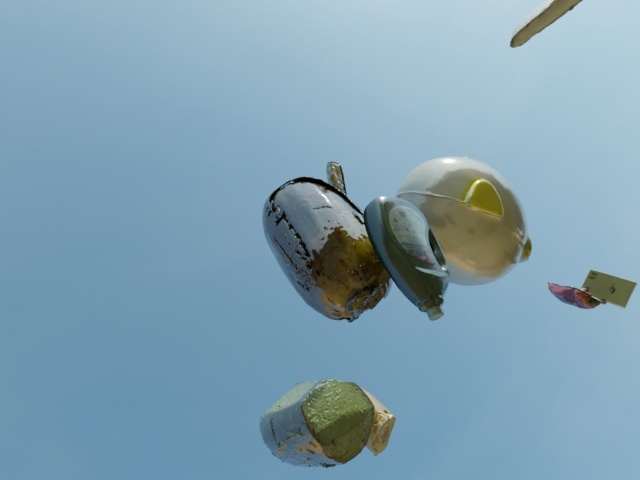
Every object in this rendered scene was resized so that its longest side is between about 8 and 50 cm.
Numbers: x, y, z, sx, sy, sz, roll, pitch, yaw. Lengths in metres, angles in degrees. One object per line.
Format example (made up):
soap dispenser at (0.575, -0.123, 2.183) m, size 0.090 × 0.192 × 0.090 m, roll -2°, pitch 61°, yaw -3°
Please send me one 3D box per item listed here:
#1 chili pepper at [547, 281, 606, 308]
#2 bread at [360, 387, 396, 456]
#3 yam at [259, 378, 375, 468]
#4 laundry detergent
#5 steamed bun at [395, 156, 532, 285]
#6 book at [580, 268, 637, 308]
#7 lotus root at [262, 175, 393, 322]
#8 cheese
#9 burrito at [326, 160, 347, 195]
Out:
chili pepper at (0.628, 0.137, 1.114) m, size 0.059 × 0.268 × 0.051 m, roll 19°, pitch -89°, yaw -1°
bread at (0.130, 0.519, 1.296) m, size 0.085 × 0.173 × 0.134 m, roll 3°, pitch -75°, yaw -43°
yam at (-0.003, 0.430, 1.060) m, size 0.202 × 0.271 × 0.201 m, roll -32°, pitch -103°, yaw -38°
laundry detergent at (0.150, 0.029, 0.706) m, size 0.137 × 0.063 × 0.211 m, roll 11°, pitch -135°, yaw -36°
steamed bun at (0.357, -0.045, 1.159) m, size 0.373 × 0.333 × 0.334 m, roll 32°, pitch -98°, yaw -41°
book at (0.753, 0.126, 1.178) m, size 0.077 × 0.110 × 0.014 m, roll -57°, pitch -44°, yaw -11°
lotus root at (0.000, 0.000, 0.883) m, size 0.195 × 0.397 × 0.179 m, roll -20°, pitch -49°, yaw -18°
cheese at (0.445, -0.413, 0.615) m, size 0.034 × 0.400 × 0.085 m, roll 51°, pitch -138°, yaw -8°
burrito at (0.050, -0.144, 1.286) m, size 0.057 × 0.045 × 0.189 m, roll 4°, pitch -119°, yaw -24°
